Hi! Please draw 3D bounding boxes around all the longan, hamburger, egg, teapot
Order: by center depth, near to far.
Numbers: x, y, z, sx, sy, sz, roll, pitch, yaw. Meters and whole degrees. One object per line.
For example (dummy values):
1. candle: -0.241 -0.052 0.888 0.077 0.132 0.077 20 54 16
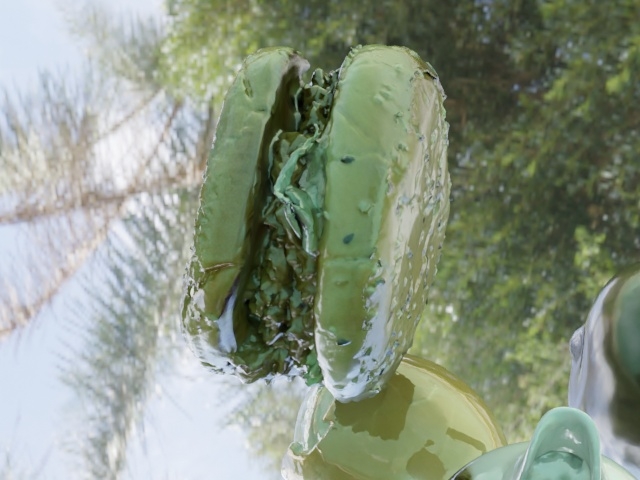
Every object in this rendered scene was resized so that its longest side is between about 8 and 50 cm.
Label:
1. teapot: 0.168 0.268 0.916 0.204 0.298 0.139 5 180 13
2. hamburger: 0.000 0.000 1.089 0.195 0.318 0.277 9 -131 14
3. egg: 0.080 0.218 1.261 0.244 0.201 0.201 15 -137 24
4. longan: 0.493 0.191 1.645 0.361 0.361 0.361 1 -138 -1
